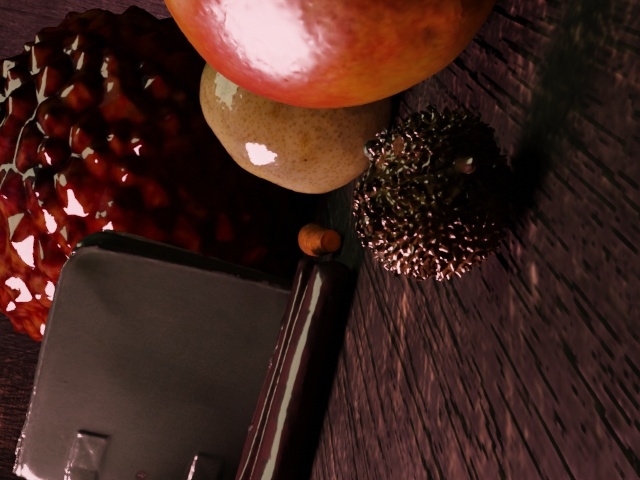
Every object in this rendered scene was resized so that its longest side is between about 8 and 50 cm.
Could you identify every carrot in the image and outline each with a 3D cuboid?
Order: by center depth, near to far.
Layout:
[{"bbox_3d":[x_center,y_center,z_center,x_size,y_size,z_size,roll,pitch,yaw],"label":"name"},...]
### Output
[{"bbox_3d":[0.000,0.000,1.026,0.093,0.032,0.032,-171,95,-77],"label":"carrot"}]

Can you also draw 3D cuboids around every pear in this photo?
[{"bbox_3d":[-0.018,-0.116,0.903,0.136,0.167,0.167,-58,10,9],"label":"pear"}]

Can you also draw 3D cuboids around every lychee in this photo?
[{"bbox_3d":[-0.223,-0.034,1.324,0.424,0.424,0.500,-86,-5,-54],"label":"lychee"}]

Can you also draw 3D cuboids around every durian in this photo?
[{"bbox_3d":[0.052,-0.021,0.498,0.091,0.080,0.080,144,139,-74],"label":"durian"}]

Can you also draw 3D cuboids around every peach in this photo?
[{"bbox_3d":[0.011,-0.190,0.627,0.231,0.231,0.231,-166,90,-83],"label":"peach"}]

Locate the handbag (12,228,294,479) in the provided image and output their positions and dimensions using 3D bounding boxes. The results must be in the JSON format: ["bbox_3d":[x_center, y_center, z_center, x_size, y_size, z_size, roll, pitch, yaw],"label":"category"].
[{"bbox_3d":[-0.153,0.138,1.074,0.079,0.247,0.260,-135,60,-75],"label":"handbag"}]

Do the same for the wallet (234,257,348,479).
[{"bbox_3d":[-0.028,0.125,0.939,0.182,0.049,0.229,178,107,-85],"label":"wallet"}]
